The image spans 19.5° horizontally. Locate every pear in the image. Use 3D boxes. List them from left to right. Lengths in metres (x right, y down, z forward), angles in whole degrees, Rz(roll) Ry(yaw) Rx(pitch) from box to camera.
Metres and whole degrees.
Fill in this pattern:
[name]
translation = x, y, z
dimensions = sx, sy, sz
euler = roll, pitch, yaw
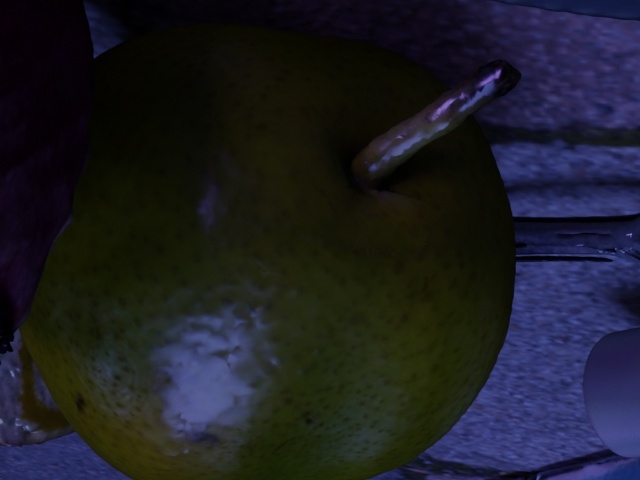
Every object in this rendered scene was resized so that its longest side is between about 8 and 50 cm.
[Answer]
[pear]
translation = -0.011, -0.002, 0.626
dimensions = 0.180, 0.166, 0.216
euler = 18, 151, -21

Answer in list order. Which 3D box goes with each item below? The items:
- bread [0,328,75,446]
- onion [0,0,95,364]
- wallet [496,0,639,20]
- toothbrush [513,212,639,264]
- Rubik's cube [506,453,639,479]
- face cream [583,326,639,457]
[bread]
translation = -0.170, 0.045, 0.890
dimensions = 0.157, 0.083, 0.094
euler = 6, -164, -39
[onion]
translation = -0.155, -0.093, 0.567
dimensions = 0.247, 0.111, 0.250
euler = 57, 162, -22
[wallet]
translation = 0.030, -0.163, 0.375
dimensions = 0.252, 0.083, 0.360
euler = 5, 154, 0
[toothbrush]
translation = 0.000, 0.000, 0.780
dimensions = 0.413, 0.035, 0.042
euler = 1, 173, 23
[Rubik's cube]
translation = 0.149, 0.241, 1.103
dimensions = 0.229, 0.233, 0.228
euler = 55, -172, -8
[face cream]
translation = 0.223, 0.046, 0.731
dimensions = 0.269, 0.082, 0.082
euler = -14, 145, 42
